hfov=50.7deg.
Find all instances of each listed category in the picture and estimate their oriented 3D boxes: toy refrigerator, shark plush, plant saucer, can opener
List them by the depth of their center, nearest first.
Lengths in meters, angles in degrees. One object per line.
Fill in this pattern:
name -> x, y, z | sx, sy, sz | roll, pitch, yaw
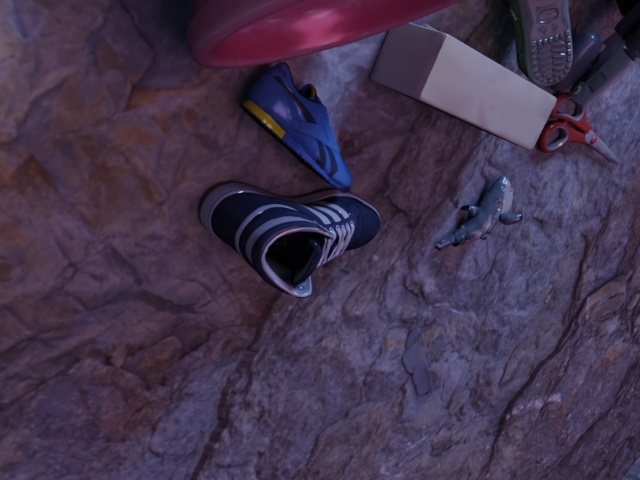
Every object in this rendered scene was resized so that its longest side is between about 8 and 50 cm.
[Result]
plant saucer -> 0.026, -0.253, 0.644 | 0.332, 0.332, 0.084 | -21, 98, -28
toy refrigerator -> 0.206, -0.214, 0.937 | 0.269, 0.102, 0.094 | 11, 108, -41
can opener -> 0.472, -0.323, 1.030 | 0.095, 0.076, 0.283 | 10, 139, -30
shark plush -> 0.258, -0.040, 1.140 | 0.161, 0.073, 0.067 | -32, 114, 7

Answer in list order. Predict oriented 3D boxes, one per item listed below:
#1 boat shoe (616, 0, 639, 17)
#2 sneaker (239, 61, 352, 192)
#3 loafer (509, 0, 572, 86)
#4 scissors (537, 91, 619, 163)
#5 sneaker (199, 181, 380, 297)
boat shoe -> 0.449, -0.462, 0.975 | 0.123, 0.123, 0.342 | -50, 141, -5
sneaker -> -0.007, -0.134, 0.835 | 0.082, 0.069, 0.209 | -51, 134, -1
loafer -> 0.299, -0.347, 0.955 | 0.094, 0.087, 0.251 | -9, 110, -10
scissors -> 0.493, -0.199, 1.232 | 0.297, 0.021, 0.109 | 3, 111, -38
sneaker -> 0.000, 0.000, 0.862 | 0.282, 0.153, 0.099 | 4, 113, -40
